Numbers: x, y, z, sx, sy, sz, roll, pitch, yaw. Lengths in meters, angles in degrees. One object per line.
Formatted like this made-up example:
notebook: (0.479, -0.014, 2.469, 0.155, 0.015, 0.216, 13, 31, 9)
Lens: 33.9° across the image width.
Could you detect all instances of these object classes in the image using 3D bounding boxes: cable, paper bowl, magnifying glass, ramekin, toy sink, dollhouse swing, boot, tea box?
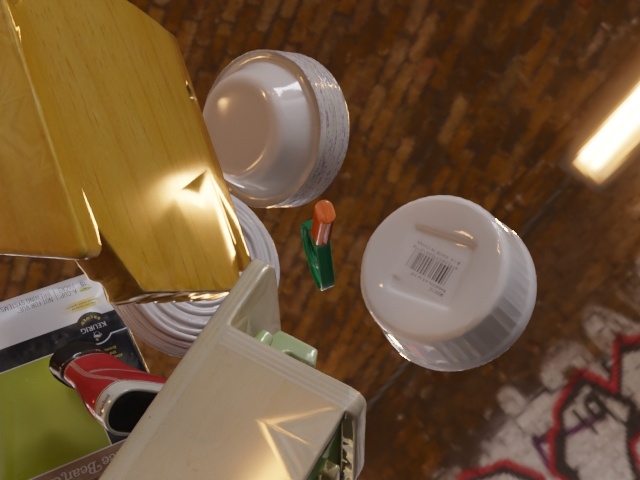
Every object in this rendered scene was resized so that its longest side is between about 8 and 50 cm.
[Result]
cable: (-0.182, 0.036, 1.498, 0.257, 0.257, 0.089, -31, 0, -33)
paper bowl: (-0.101, -0.198, 1.881, 0.148, 0.284, 0.284, -6, -42, -53)
magnifying glass: (0.000, 0.000, 1.292, 0.026, 0.092, 0.231, -16, -15, -6)
ramekin: (0.198, 0.061, 1.695, 0.277, 0.277, 0.135, -40, -30, 5)
toy sink: (-0.047, 0.159, 0.788, 0.234, 0.131, 0.152, -56, -17, -28)
dollhouse swing: (-0.273, -0.062, 0.772, 0.305, 0.315, 0.347, -20, -6, 9)
boot: (-0.228, 0.195, 1.378, 0.244, 0.176, 0.088, 24, -87, -47)
tea box: (-0.448, 0.270, 1.660, 0.329, 0.323, 0.220, -19, -18, -27)
